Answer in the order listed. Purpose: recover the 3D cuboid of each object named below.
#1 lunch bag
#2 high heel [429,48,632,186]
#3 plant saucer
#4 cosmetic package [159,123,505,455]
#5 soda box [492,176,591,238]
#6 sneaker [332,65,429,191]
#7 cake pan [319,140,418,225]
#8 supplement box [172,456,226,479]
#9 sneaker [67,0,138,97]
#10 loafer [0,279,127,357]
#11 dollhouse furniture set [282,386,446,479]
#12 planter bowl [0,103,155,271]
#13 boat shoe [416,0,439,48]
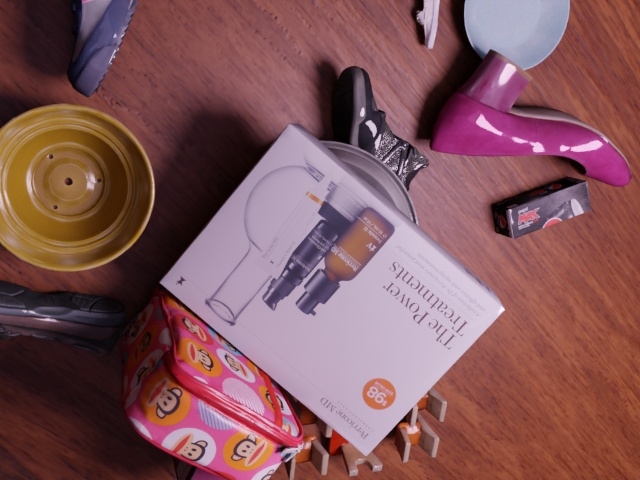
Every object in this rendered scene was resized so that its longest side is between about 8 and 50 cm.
[{"bbox_3d":[-0.142,0.203,0.957,0.258,0.293,0.120,38,95,-26],"label":"lunch bag"},{"bbox_3d":[0.358,-0.148,1.178,0.377,0.127,0.181,31,104,-20],"label":"high heel"},{"bbox_3d":[0.313,-0.376,1.134,0.194,0.037,0.195,-5,107,-17],"label":"plant saucer"},{"bbox_3d":[0.015,0.067,0.965,0.377,0.097,0.284,40,102,-2],"label":"cosmetic package"},{"bbox_3d":[0.391,-0.058,1.227,0.168,0.053,0.060,-19,107,-15],"label":"soda box"},{"bbox_3d":[0.093,-0.162,1.079,0.130,0.087,0.228,-17,110,-18],"label":"sneaker"},{"bbox_3d":[0.000,0.000,1.031,0.293,0.054,0.293,1,99,5],"label":"cake pan"},{"bbox_3d":[-0.156,0.306,1.028,0.104,0.188,0.081,24,96,-23],"label":"supplement box"},{"bbox_3d":[-0.292,-0.348,0.883,0.131,0.112,0.319,17,87,-27],"label":"sneaker"},{"bbox_3d":[-0.406,0.111,0.951,0.267,0.096,0.084,12,103,-24],"label":"loafer"},{"bbox_3d":[0.063,0.248,1.154,0.262,0.135,0.259,-2,114,-20],"label":"dollhouse furniture set"},{"bbox_3d":[-0.338,-0.074,0.934,0.217,0.090,0.217,-5,103,-20],"label":"planter bowl"},{"bbox_3d":[0.168,-0.354,1.095,0.035,0.035,0.100,5,105,6],"label":"boat shoe"}]
